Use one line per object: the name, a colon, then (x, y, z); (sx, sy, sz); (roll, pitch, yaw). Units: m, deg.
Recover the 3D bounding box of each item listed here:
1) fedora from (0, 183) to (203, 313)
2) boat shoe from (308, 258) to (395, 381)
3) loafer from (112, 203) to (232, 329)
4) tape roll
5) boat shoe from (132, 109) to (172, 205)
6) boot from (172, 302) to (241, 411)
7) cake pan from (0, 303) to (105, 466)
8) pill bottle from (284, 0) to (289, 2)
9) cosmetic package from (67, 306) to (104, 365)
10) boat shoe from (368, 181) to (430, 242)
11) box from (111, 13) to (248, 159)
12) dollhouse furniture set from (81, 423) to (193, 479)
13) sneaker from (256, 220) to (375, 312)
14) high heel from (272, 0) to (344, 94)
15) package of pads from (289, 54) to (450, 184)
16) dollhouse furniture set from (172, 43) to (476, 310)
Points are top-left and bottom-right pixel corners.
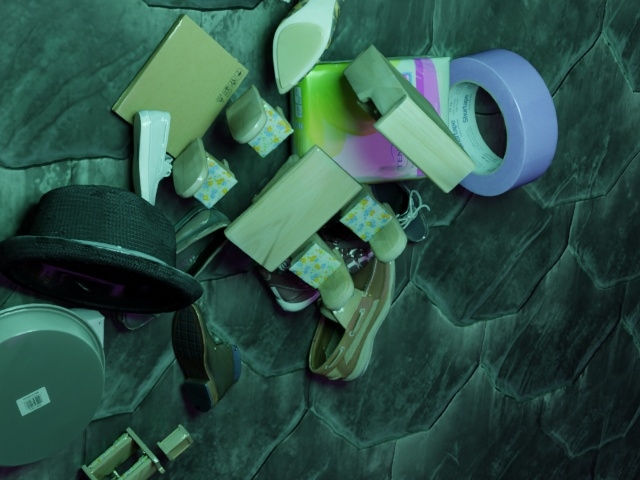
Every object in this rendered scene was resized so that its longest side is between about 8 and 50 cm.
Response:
fedora: (-0.342, 0.005, 1.645); (0.334, 0.334, 0.152); (23, 64, -40)
boat shoe: (0.058, 0.134, 2.057); (0.117, 0.123, 0.324); (5, 104, -36)
loafer: (-0.257, 0.051, 1.806); (0.267, 0.084, 0.096); (-51, 130, -9)
tape roll: (0.330, -0.229, 2.006); (0.090, 0.275, 0.274); (-21, 120, -30)
boat shoe: (-0.277, -0.132, 1.717); (0.063, 0.066, 0.184); (-6, 116, -22)
boot: (-0.209, 0.200, 1.929); (0.106, 0.082, 0.219); (-32, 123, -49)
cake pan: (-0.476, 0.244, 1.666); (0.293, 0.054, 0.293); (-18, 123, -29)
pill bottle: (-0.062, -0.515, 1.687); (0.131, 0.131, 0.229); (13, 100, -40)
cosmetic package: (-0.481, 0.178, 1.706); (0.239, 0.060, 0.098); (-9, 119, -34)
boat shoe: (0.152, -0.071, 2.066); (0.095, 0.079, 0.254); (-48, 129, -11)
box: (-0.233, -0.254, 1.739); (0.164, 0.021, 0.201); (39, 84, -40)
dollhouse furniture set: (-0.329, 0.417, 1.923); (0.182, 0.101, 0.161); (-39, 152, -18)
sneaker: (0.000, 0.000, 1.949); (0.281, 0.106, 0.162); (-41, 123, -2)
high heel: (-0.007, -0.381, 1.790); (0.186, 0.093, 0.261); (-53, 165, -72)
package of pads: (0.091, -0.217, 1.893); (0.297, 0.101, 0.229); (-6, 105, -17)
dollhouse furniture set: (0.022, -0.093, 1.697); (0.394, 0.256, 0.362); (-43, 119, 13)
